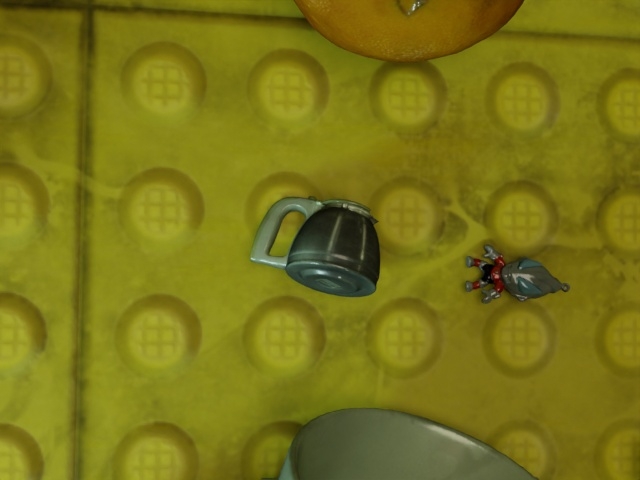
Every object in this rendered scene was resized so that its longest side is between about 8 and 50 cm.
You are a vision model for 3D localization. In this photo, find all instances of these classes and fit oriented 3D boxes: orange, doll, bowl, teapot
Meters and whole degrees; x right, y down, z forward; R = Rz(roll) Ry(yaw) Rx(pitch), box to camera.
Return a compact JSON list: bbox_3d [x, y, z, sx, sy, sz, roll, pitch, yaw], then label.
[{"bbox_3d":[0.083,-0.294,1.013,0.261,0.261,0.261,0,88,-11],"label":"orange"},{"bbox_3d":[0.210,0.039,1.139,0.114,0.039,0.057,7,44,-2],"label":"doll"},{"bbox_3d":[0.088,0.300,0.994,0.307,0.307,0.163,21,112,-9],"label":"bowl"},{"bbox_3d":[0.004,-0.002,1.077,0.124,0.092,0.090,20,68,-16],"label":"teapot"}]

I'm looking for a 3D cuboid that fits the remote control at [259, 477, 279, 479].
[{"bbox_3d":[-0.039,0.322,1.087,0.061,0.029,0.162,5,92,-9],"label":"remote control"}]
